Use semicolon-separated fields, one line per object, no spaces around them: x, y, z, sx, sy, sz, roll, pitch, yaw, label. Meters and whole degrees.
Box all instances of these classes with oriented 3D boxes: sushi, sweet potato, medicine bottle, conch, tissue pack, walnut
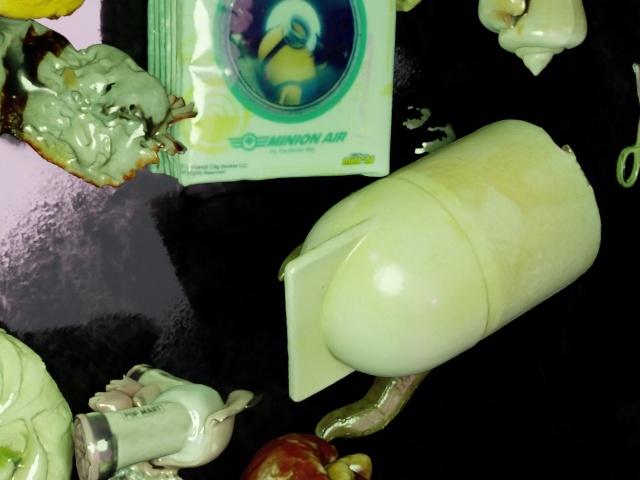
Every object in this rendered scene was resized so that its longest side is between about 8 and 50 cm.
-0.292;-0.160;1.219;0.332;0.124;0.130;26;127;-9;sushi
0.003;0.003;1.533;0.153;0.038;0.041;-46;141;-15;sweet potato
0.122;0.030;1.448;0.406;0.236;0.235;-27;113;-28;medicine bottle
0.269;-0.344;1.575;0.158;0.127;0.255;5;73;-30;conch
-0.055;-0.265;1.369;0.287;0.162;0.387;-5;104;-31;tissue pack
0.089;0.198;1.613;0.081;0.062;0.233;43;82;-14;sweet potato
-0.026;0.395;1.524;0.222;0.244;0.269;30;94;7;walnut

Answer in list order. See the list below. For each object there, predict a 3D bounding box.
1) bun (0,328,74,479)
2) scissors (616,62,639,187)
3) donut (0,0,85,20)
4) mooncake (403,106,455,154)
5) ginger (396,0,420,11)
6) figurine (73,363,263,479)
-0.385;0.227;1.298;0.259;0.160;0.259;-8;107;-25;bun
0.494;-0.178;1.774;0.134;0.020;0.187;-17;111;-28;scissors
-0.267;-0.340;1.230;0.152;0.101;0.259;24;55;-39;donut
0.166;-0.291;1.554;0.150;0.057;0.346;-9;99;-14;mooncake
0.134;-0.383;1.470;0.193;0.115;0.122;-43;79;-10;ginger
-0.196;0.336;1.362;0.253;0.211;0.361;-17;118;-66;figurine
